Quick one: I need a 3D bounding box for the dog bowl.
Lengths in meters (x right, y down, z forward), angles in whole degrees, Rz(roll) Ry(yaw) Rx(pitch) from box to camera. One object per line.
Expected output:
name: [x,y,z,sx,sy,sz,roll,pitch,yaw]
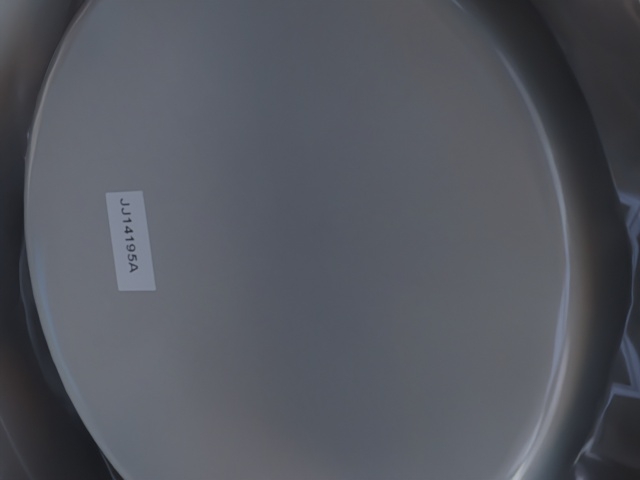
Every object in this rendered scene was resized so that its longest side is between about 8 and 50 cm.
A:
dog bowl: [0.000,0.000,0.555,0.348,0.102,0.349,8,-77,35]
